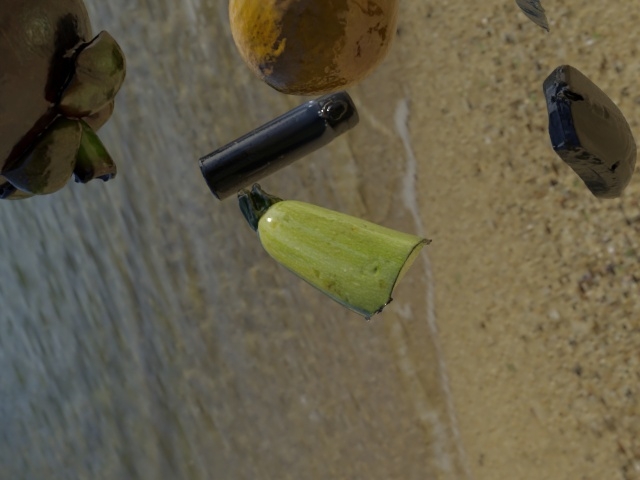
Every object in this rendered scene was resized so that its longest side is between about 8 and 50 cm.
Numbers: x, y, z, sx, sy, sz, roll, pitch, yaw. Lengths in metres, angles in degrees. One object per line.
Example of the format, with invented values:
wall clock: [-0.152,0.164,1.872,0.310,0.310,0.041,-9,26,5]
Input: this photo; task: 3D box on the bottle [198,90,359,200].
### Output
bottle: [-0.060,-0.144,1.812,0.072,0.244,0.082,62,-178,5]

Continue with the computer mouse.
computer mouse: [0.339,-0.127,1.506,0.217,0.074,0.122,34,-137,-49]

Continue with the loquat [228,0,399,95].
loquat: [-0.008,-0.273,1.440,0.208,0.208,0.208,48,151,38]

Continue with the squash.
squash: [-0.004,0.016,1.674,0.288,0.137,0.137,19,136,22]

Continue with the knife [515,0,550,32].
knife: [0.213,-0.263,1.297,0.047,0.017,0.298,26,180,19]

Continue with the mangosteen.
mangosteen: [-0.369,-0.168,1.317,0.300,0.300,0.300,48,151,38]
